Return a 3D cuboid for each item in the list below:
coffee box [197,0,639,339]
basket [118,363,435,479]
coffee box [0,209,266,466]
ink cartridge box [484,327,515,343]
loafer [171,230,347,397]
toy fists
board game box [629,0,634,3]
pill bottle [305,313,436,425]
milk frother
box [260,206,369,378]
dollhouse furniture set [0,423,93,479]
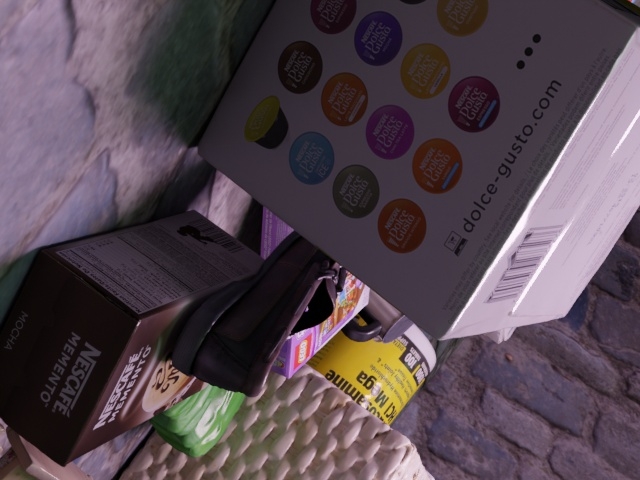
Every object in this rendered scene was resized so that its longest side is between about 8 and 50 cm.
[{"bbox_3d":[0.148,-0.137,1.499,0.338,0.334,0.338,-59,156,17],"label":"coffee box"},{"bbox_3d":[-0.069,0.343,2.028,0.331,0.328,0.266,-52,162,-11],"label":"basket"},{"bbox_3d":[-0.184,0.085,1.442,0.168,0.119,0.297,-60,165,19],"label":"coffee box"},{"bbox_3d":[0.231,0.000,2.311,0.197,0.273,0.114,-52,166,-13],"label":"ink cartridge box"},{"bbox_3d":[-0.033,0.071,1.474,0.302,0.095,0.109,-38,155,-53],"label":"loafer"},{"bbox_3d":[-0.159,0.177,1.808,0.142,0.096,0.279,-63,168,-17],"label":"toy fists"},{"bbox_3d":[0.295,-0.345,1.901,0.308,0.086,0.302,-55,145,-1],"label":"board game box"},{"bbox_3d":[0.025,0.266,2.425,0.334,0.188,0.188,-50,166,-18],"label":"pill bottle"},{"bbox_3d":[0.070,0.107,2.308,0.129,0.135,0.143,-37,161,-12],"label":"milk frother"},{"bbox_3d":[0.000,0.000,1.838,0.201,0.057,0.293,-40,144,-47],"label":"box"},{"bbox_3d":[-0.371,0.299,1.488,0.303,0.174,0.355,-39,137,2],"label":"dollhouse furniture set"}]
